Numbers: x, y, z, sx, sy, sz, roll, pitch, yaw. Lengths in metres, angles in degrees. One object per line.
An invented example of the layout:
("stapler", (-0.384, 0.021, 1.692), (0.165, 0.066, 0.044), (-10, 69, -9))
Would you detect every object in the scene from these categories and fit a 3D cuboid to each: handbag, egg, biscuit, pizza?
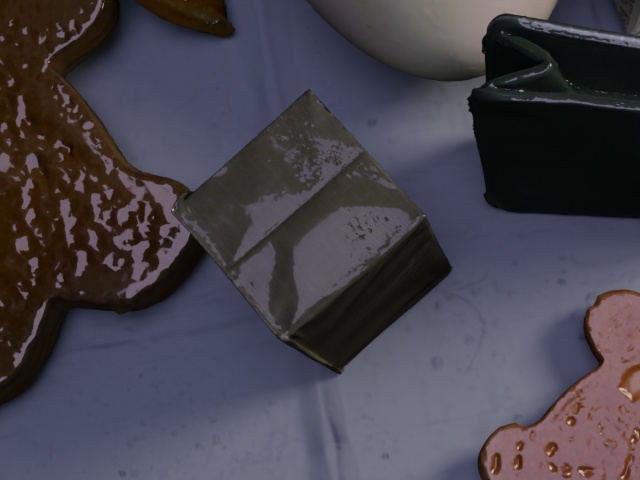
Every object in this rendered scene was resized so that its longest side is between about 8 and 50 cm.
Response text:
("handbag", (0.257, -0.084, 1.110), (0.260, 0.247, 0.079), (10, 73, 14))
("egg", (0.087, -0.306, 1.173), (0.283, 0.283, 0.345), (-24, 83, 5))
("biscuit", (-0.303, -0.072, 1.309), (0.368, 0.076, 0.394), (-33, 77, 2))
("pizza", (-0.151, -0.279, 1.319), (0.178, 0.041, 0.131), (27, 60, -17))
("biscuit", (0.302, 0.136, 1.155), (0.205, 0.049, 0.324), (38, 87, 15))

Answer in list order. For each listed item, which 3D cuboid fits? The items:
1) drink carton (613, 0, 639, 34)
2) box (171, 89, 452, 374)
("drink carton", (0.281, -0.365, 1.191), (0.132, 0.194, 0.324), (-19, 75, 1))
("box", (0.000, 0.000, 1.148), (0.149, 0.231, 0.155), (-42, 73, 0))
